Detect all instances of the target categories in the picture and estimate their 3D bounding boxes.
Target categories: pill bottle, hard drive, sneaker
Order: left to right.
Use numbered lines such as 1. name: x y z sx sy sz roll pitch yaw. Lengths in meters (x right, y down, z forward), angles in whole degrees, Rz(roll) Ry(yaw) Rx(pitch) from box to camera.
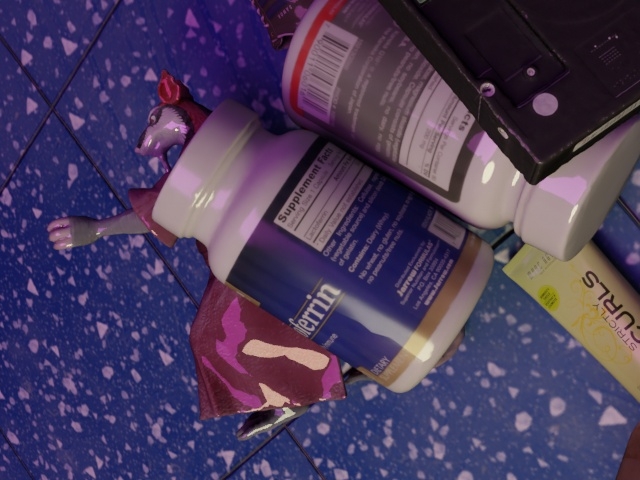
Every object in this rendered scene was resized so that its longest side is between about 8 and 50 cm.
1. sneaker: -0.041 -0.233 1.002 0.192 0.064 0.086 28 114 23
2. pill bottle: 0.000 0.000 0.858 0.265 0.153 0.153 33 124 1
3. pill bottle: 0.121 -0.110 0.863 0.283 0.161 0.161 32 121 23
4. hard drive: 0.151 -0.240 0.767 0.237 0.064 0.339 -36 76 -4

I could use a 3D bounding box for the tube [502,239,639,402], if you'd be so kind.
1. tube: 0.266 0.083 0.889 0.070 0.062 0.240 -39 72 -3

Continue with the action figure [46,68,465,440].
1. action figure: -0.073 0.000 0.987 0.276 0.248 0.370 -17 97 38

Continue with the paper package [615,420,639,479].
1. paper package: 0.367 0.308 0.730 0.310 0.168 0.324 14 145 33
